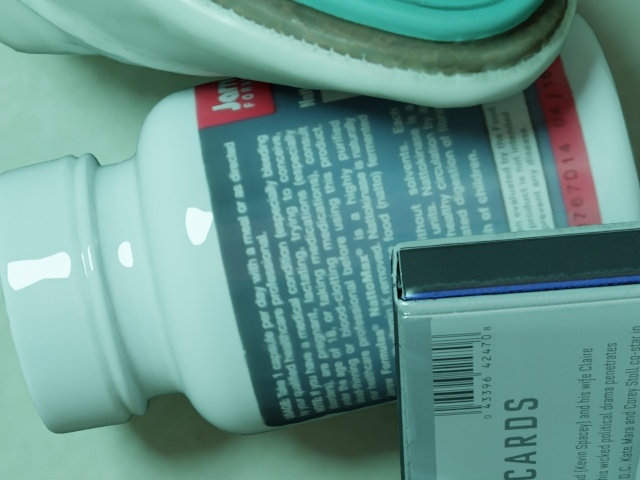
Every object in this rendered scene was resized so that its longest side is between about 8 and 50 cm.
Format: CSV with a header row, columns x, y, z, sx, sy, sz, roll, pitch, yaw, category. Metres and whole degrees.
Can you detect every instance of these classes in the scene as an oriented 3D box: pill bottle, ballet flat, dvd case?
x,y,z,sx,sy,sz,roll,pitch,yaw,category
0.000,0.000,0.564,0.180,0.108,0.108,-12,88,0,pill bottle
-0.109,-0.137,0.563,0.400,0.139,0.139,32,89,8,ballet flat
0.142,0.061,0.541,0.238,0.179,0.030,-4,46,1,dvd case

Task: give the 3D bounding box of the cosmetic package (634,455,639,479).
x,y,z,sx,sy,sz,roll,pitch,yaw,category
0.198,0.113,0.479,0.239,0.060,0.099,5,55,6,cosmetic package
